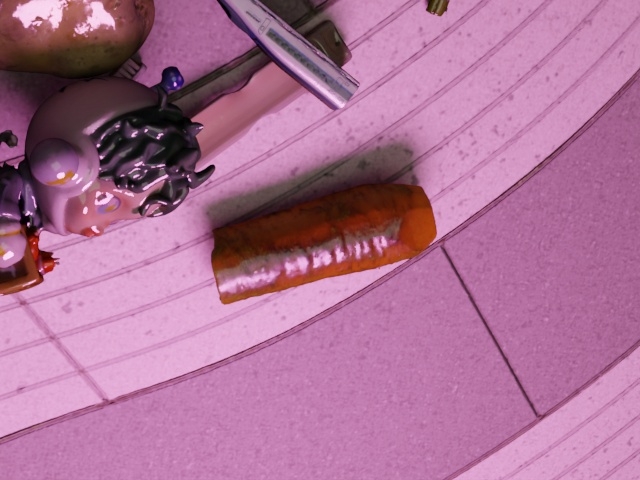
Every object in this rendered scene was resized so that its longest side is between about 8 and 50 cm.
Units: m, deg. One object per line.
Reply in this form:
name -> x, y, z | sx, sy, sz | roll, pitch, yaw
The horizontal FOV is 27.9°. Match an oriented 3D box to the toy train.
toy train -> -0.063, -0.247, 1.524 | 0.252, 0.055, 0.048 | 37, 94, -22

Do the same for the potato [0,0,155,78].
potato -> -0.321, -0.265, 1.369 | 0.296, 0.141, 0.191 | -5, 134, -22

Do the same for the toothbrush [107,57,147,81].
toothbrush -> -0.326, -0.085, 1.528 | 0.030, 0.025, 0.342 | 39, 97, -27

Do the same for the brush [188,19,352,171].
brush -> -0.103, -0.158, 1.573 | 0.321, 0.050, 0.060 | -36, 108, -11

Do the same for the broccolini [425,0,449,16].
broccolini -> 0.114, -0.388, 1.542 | 0.123, 0.062, 0.271 | -14, 123, -9

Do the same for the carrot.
carrot -> 0.000, 0.000, 1.666 | 0.302, 0.114, 0.114 | -14, 121, -11

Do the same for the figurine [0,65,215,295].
figurine -> -0.301, -0.055, 1.398 | 0.382, 0.261, 0.186 | -24, 95, -7
